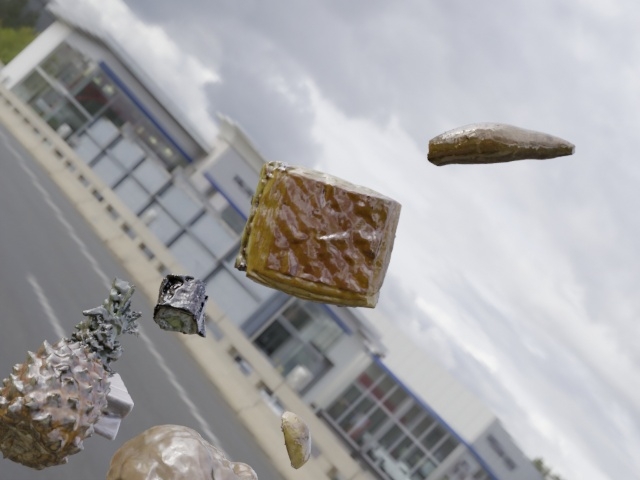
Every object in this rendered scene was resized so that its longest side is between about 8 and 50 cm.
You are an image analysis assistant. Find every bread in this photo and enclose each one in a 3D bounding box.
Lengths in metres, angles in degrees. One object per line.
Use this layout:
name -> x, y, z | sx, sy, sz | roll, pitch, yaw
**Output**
bread -> 0.000, 0.000, 2.266 | 0.324, 0.277, 0.167 | 14, -10, 11

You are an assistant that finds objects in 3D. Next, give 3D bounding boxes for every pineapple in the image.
pineapple -> -0.398, 0.211, 1.738 | 0.175, 0.175, 0.361 | 47, 33, -12

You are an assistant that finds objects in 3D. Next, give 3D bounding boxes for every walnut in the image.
walnut -> -0.204, 0.401, 1.552 | 0.273, 0.227, 0.273 | 31, -11, 6

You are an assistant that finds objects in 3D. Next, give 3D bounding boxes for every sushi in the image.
sushi -> -0.236, 0.111, 1.841 | 0.098, 0.084, 0.094 | 12, -36, -6

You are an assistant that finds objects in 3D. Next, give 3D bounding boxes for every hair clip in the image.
hair clip -> -0.445, 0.329, 2.165 | 0.085, 0.101, 0.331 | 30, -6, -13

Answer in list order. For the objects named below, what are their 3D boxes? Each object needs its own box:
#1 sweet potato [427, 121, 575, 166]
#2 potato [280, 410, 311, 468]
sweet potato -> 0.297, -0.164, 1.758 | 0.077, 0.243, 0.077 | -5, 90, -83
potato -> -0.034, 0.309, 1.634 | 0.037, 0.036, 0.093 | -42, 118, -75
